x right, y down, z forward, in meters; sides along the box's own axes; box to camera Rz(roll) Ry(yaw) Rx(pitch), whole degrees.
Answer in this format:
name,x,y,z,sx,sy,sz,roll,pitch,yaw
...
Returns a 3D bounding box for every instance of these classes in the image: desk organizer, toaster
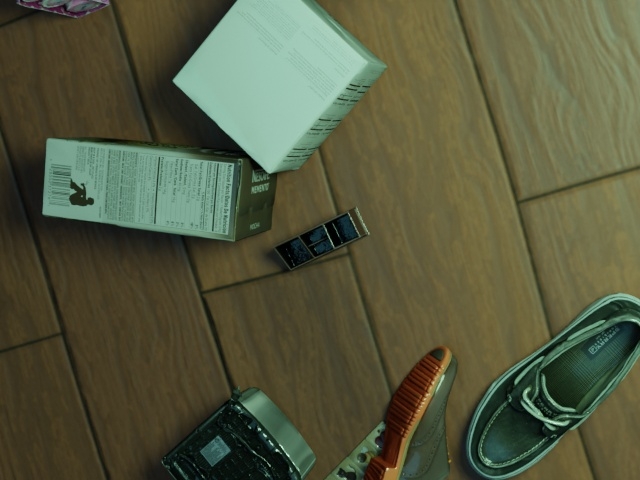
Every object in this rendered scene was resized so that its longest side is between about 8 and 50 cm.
name,x,y,z,sx,sy,sz,roll,pitch,yaw
desk organizer,0.000,0.000,1.498,0.130,0.050,0.047,-26,89,16
toaster,-0.115,0.326,1.534,0.186,0.110,0.168,-43,85,16

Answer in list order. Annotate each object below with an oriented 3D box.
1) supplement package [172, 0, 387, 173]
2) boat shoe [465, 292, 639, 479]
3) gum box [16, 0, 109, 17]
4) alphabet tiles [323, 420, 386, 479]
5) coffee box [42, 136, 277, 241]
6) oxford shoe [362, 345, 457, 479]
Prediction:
name,x,y,z,sx,sy,sz,roll,pitch,yaw
supplement package,-0.053,-0.233,1.435,0.194,0.149,0.203,44,105,7
boat shoe,0.314,0.203,1.398,0.121,0.119,0.335,40,104,8
gum box,-0.390,-0.395,1.490,0.062,0.188,0.107,-18,91,16
alphabet tiles,0.086,0.421,1.543,0.198,0.009,0.237,44,105,7
coffee box,-0.229,-0.081,1.492,0.297,0.168,0.119,7,98,14
oxford shoe,0.147,0.285,1.479,0.098,0.097,0.271,22,94,-15
